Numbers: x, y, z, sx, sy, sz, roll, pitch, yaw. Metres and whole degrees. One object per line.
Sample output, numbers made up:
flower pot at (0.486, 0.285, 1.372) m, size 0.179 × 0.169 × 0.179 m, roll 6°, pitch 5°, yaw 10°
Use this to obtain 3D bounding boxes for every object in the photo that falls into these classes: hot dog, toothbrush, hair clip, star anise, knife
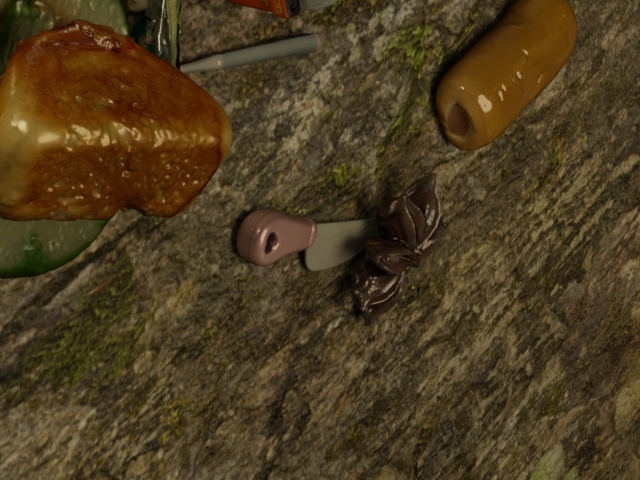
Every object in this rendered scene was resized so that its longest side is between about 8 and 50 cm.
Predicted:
hot dog at (-0.213, -0.106, 1.525) m, size 0.256 × 0.153 × 0.150 m, roll -3°, pitch 136°, yaw -45°
toothbrush at (-0.110, -0.215, 1.981) m, size 0.342 × 0.025 × 0.030 m, roll -16°, pitch 109°, yaw -51°
hair clip at (-0.163, -0.320, 1.804) m, size 0.138 × 0.091 × 0.321 m, roll 170°, pitch -67°, yaw -84°
star anise at (0.104, 0.004, 2.307) m, size 0.212 × 0.073 × 0.197 m, roll -50°, pitch 158°, yaw -31°
knife at (-0.001, 0.003, 2.207) m, size 0.336 × 0.043 × 0.081 m, roll 1°, pitch 107°, yaw -57°

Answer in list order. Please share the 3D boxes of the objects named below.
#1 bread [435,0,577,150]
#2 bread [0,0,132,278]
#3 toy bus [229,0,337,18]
bread at (0.279, -0.249, 2.469) m, size 0.305 × 0.091 × 0.142 m, roll -47°, pitch 131°, yaw -36°
bread at (-0.301, -0.149, 1.638) m, size 0.382 × 0.129 × 0.366 m, roll 0°, pitch 102°, yaw -55°
toy bus at (0.012, -0.391, 1.975) m, size 0.329 × 0.153 × 0.143 m, roll -42°, pitch 132°, yaw -37°
